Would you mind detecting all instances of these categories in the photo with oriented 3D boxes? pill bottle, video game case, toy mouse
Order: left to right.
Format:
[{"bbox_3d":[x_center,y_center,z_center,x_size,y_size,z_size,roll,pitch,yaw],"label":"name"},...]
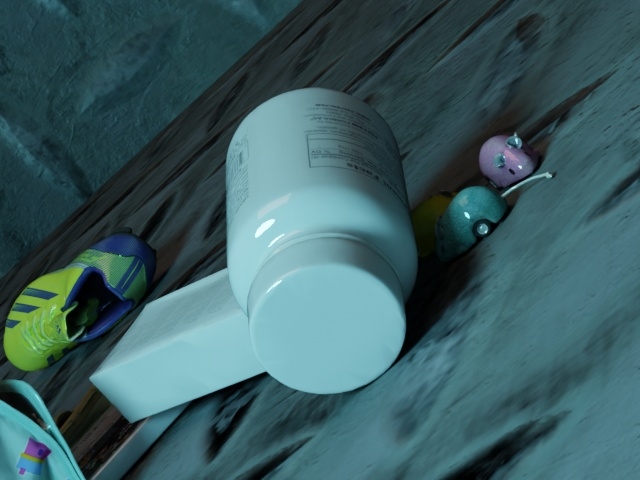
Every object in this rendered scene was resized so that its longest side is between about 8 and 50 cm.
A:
[{"bbox_3d":[-0.150,0.145,1.688,0.190,0.022,0.173,-47,11,-15],"label":"video game case"},{"bbox_3d":[0.000,0.000,1.328,0.131,0.131,0.229,-41,25,20],"label":"pill bottle"},{"bbox_3d":[0.113,-0.036,1.354,0.161,0.031,0.143,-51,12,-28],"label":"toy mouse"}]

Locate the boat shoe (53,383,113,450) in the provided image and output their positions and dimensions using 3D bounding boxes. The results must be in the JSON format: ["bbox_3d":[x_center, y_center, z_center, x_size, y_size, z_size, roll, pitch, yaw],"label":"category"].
[{"bbox_3d":[-0.232,0.168,1.827,0.153,0.048,0.056,-37,13,36],"label":"boat shoe"}]

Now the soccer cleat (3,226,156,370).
[{"bbox_3d":[-0.302,0.088,2.277,0.289,0.093,0.121,-37,20,39],"label":"soccer cleat"}]

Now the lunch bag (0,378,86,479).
[{"bbox_3d":[-0.314,0.182,1.555,0.223,0.262,0.160,-17,51,65],"label":"lunch bag"}]

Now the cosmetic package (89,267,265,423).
[{"bbox_3d":[-0.076,0.070,1.529,0.239,0.060,0.099,-24,21,45],"label":"cosmetic package"}]
